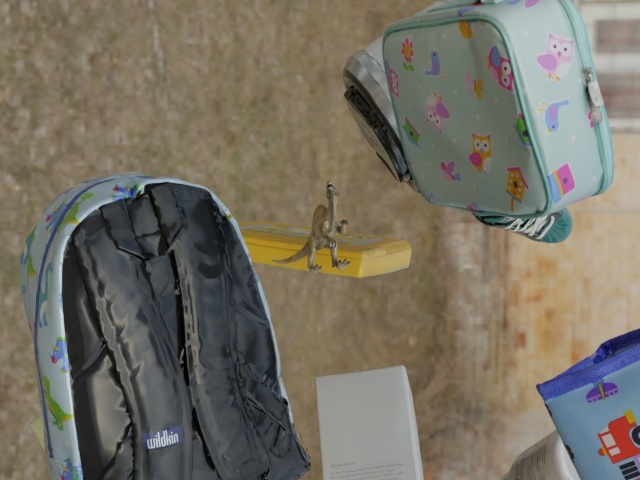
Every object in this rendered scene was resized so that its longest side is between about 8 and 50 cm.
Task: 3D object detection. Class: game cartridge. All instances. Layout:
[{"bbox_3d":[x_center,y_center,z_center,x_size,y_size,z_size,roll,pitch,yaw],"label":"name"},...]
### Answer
[{"bbox_3d":[-0.027,0.009,1.881,0.323,0.285,0.053,-1,99,-74],"label":"game cartridge"}]

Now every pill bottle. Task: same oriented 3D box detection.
[{"bbox_3d":[0.356,0.361,1.796,0.229,0.131,0.131,125,-25,-57],"label":"pill bottle"}]

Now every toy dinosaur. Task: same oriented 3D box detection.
[{"bbox_3d":[0.000,0.000,1.608,0.183,0.053,0.093,-57,-141,41],"label":"toy dinosaur"}]

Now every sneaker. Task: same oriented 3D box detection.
[{"bbox_3d":[0.357,-0.057,2.257,0.108,0.302,0.121,-56,-158,24],"label":"sneaker"}]

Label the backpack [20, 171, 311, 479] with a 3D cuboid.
[{"bbox_3d":[-0.188,0.103,1.286,0.273,0.290,0.356,33,-45,57],"label":"backpack"}]

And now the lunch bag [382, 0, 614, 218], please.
[{"bbox_3d":[0.173,-0.142,1.203,0.279,0.108,0.224,13,-61,65],"label":"lunch bag"}]

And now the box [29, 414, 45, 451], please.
[{"bbox_3d":[-0.207,0.255,1.526,0.213,0.243,0.117,48,-6,38],"label":"box"}]

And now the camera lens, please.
[{"bbox_3d":[0.183,-0.210,1.605,0.219,0.274,0.219,57,-1,2],"label":"camera lens"}]

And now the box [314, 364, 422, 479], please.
[{"bbox_3d":[0.097,0.427,2.104,0.215,0.168,0.345,75,9,-55],"label":"box"}]

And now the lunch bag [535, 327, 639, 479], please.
[{"bbox_3d":[0.325,0.125,0.753,0.138,0.293,0.221,-17,79,-56],"label":"lunch bag"}]
